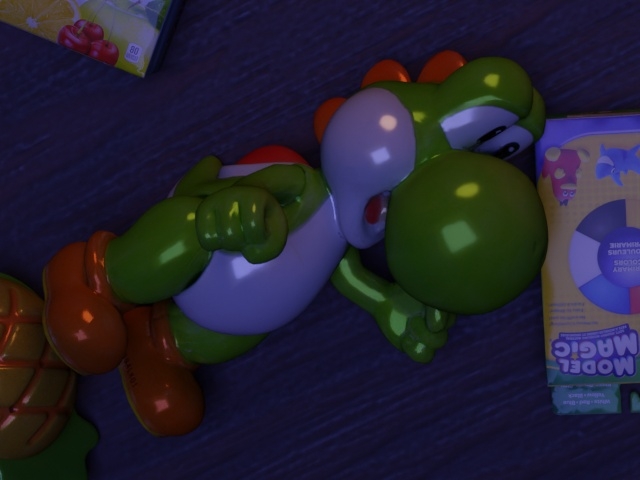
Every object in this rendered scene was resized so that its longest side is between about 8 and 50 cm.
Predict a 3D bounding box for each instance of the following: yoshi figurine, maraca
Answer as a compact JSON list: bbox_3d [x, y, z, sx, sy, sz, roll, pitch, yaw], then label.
[{"bbox_3d":[0.004,0.016,1.251,0.362,0.203,0.203,-30,96,12],"label":"yoshi figurine"},{"bbox_3d":[-0.224,0.112,1.339,0.099,0.127,0.186,-8,111,45],"label":"maraca"}]

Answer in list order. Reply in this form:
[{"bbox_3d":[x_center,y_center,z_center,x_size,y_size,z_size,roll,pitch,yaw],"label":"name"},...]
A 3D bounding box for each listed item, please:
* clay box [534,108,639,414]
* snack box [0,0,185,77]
[{"bbox_3d":[0.219,0.019,1.307,0.127,0.053,0.222,-3,97,7],"label":"clay box"},{"bbox_3d":[-0.184,-0.234,1.300,0.207,0.070,0.175,23,101,1],"label":"snack box"}]
